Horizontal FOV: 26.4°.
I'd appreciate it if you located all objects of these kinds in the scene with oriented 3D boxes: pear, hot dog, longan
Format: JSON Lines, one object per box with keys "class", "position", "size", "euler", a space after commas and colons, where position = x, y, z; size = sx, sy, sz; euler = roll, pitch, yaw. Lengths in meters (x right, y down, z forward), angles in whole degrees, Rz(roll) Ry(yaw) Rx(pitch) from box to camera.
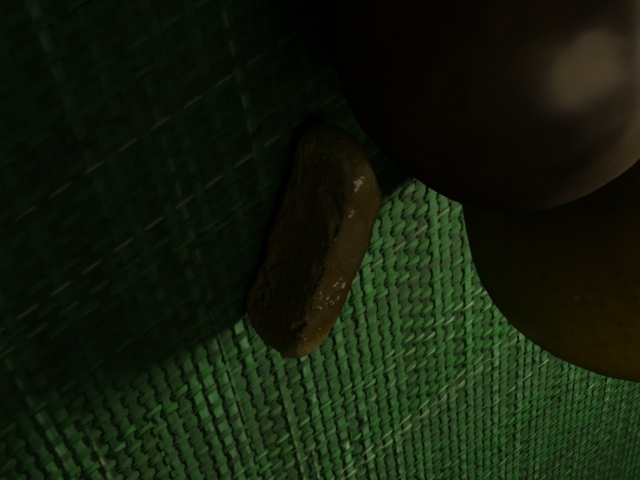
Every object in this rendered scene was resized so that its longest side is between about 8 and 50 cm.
{"class": "pear", "position": [0.275, -0.053, 1.203], "size": [0.340, 0.386, 0.191], "euler": [-55, 156, 5]}
{"class": "hot dog", "position": [0.000, 0.000, 1.229], "size": [0.073, 0.084, 0.242], "euler": [-22, 141, -43]}
{"class": "longan", "position": [0.146, -0.169, 1.035], "size": [0.297, 0.297, 0.297], "euler": [-32, 147, -24]}
